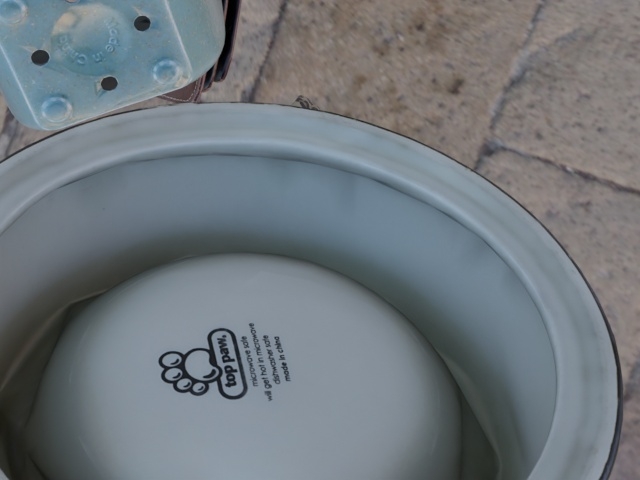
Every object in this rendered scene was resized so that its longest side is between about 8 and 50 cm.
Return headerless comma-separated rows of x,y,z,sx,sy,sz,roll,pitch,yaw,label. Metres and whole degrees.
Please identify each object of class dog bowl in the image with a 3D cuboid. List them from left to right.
-0.039,0.095,0.712,0.408,0.408,0.150,3,134,-8,dog bowl

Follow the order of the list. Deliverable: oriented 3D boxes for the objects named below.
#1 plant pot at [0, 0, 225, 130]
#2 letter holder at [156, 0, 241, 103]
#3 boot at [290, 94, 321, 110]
-0.220,-0.241,1.093,0.247,0.252,0.247,-19,131,-2,plant pot
-0.156,-0.331,1.427,0.152,0.214,0.301,-15,119,-50,letter holder
0.000,0.000,1.485,0.284,0.377,0.138,40,141,-5,boot
